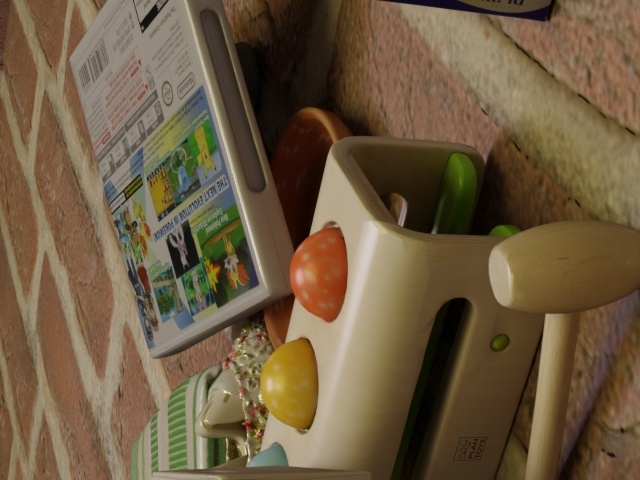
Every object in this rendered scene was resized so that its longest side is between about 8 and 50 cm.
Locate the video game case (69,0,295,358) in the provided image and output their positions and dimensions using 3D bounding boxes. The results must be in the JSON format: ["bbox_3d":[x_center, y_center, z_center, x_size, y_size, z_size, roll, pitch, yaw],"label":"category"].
[{"bbox_3d":[-0.124,-0.069,1.261,0.329,0.036,0.300,-30,75,64],"label":"video game case"}]

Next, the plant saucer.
[{"bbox_3d":[0.000,0.000,1.133,0.200,0.037,0.200,-177,90,-69],"label":"plant saucer"}]

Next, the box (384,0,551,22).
[{"bbox_3d":[0.057,-0.187,0.867,0.137,0.126,0.072,-124,42,-57],"label":"box"}]

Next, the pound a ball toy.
[{"bbox_3d":[0.045,0.086,0.860,0.208,0.135,0.319,-118,35,-54],"label":"pound a ball toy"}]

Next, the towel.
[{"bbox_3d":[-0.140,0.278,1.493,0.325,0.038,0.248,129,140,-61],"label":"towel"}]

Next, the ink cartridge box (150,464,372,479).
[{"bbox_3d":[-0.029,0.221,0.786,0.148,0.085,0.203,162,106,-68],"label":"ink cartridge box"}]

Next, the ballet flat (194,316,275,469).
[{"bbox_3d":[-0.064,0.176,1.232,0.091,0.077,0.241,132,137,-61],"label":"ballet flat"}]

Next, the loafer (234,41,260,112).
[{"bbox_3d":[-0.130,-0.100,1.420,0.251,0.087,0.094,117,148,-49],"label":"loafer"}]
